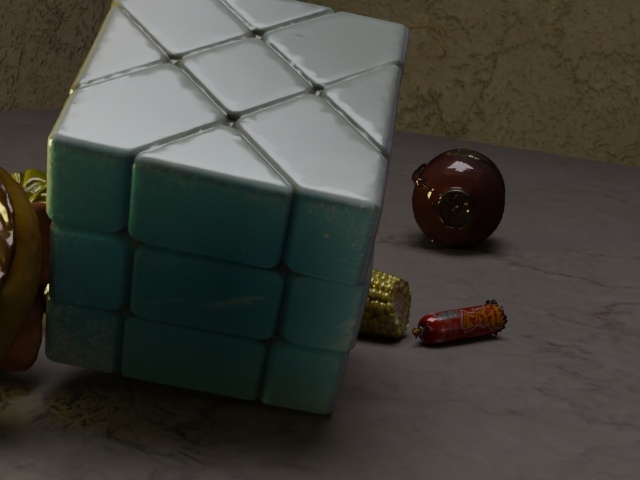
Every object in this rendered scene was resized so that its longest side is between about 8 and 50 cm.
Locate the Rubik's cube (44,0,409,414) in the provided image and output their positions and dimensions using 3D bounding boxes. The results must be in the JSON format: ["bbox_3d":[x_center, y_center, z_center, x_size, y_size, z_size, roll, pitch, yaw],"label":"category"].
[{"bbox_3d":[-0.098,-0.052,1.303,0.321,0.316,0.319,12,43,-2],"label":"Rubik's cube"}]

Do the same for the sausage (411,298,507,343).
[{"bbox_3d":[0.176,0.108,1.613,0.145,0.050,0.048,-6,10,-35],"label":"sausage"}]

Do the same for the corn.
[{"bbox_3d":[-0.001,0.070,1.636,0.244,0.093,0.093,10,13,17],"label":"corn"}]

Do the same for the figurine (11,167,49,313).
[{"bbox_3d":[-0.347,0.032,1.644,0.187,0.168,0.315,43,0,-32],"label":"figurine"}]

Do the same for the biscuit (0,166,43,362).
[{"bbox_3d":[-0.405,0.046,1.218,0.296,0.296,0.102,10,-22,29],"label":"biscuit"}]

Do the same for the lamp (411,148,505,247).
[{"bbox_3d":[0.247,-0.082,2.252,0.180,0.180,0.258,5,12,6],"label":"lamp"}]

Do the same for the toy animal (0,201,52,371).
[{"bbox_3d":[-0.438,0.044,1.400,0.338,0.216,0.191,5,-16,24],"label":"toy animal"}]
